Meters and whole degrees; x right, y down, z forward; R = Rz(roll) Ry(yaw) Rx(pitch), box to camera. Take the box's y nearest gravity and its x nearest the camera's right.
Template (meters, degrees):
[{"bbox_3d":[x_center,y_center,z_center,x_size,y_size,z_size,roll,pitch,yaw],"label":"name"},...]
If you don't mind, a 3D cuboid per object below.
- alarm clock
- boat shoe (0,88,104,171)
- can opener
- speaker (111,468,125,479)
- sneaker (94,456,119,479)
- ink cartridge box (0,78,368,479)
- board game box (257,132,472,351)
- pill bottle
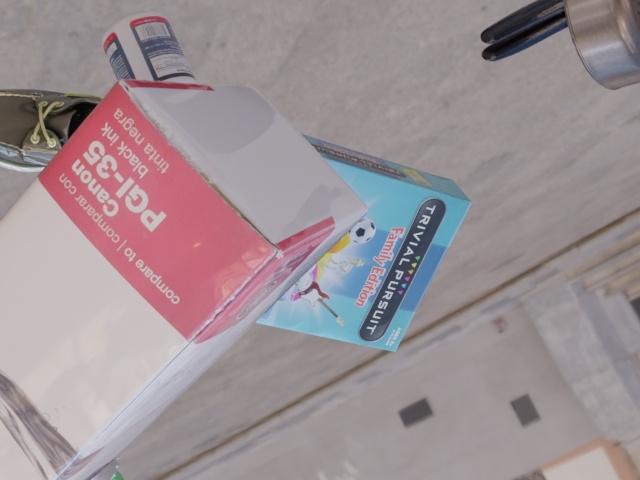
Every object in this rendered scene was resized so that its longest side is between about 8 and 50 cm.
[{"bbox_3d":[0.258,-0.209,0.806,0.192,0.129,0.064,21,157,-40],"label":"alarm clock"},{"bbox_3d":[-0.311,-0.136,1.156,0.305,0.109,0.091,12,164,-11],"label":"boat shoe"},{"bbox_3d":[0.256,-0.245,0.996,0.186,0.073,0.059,-20,131,-9],"label":"can opener"},{"bbox_3d":[-0.443,0.396,1.582,0.131,0.131,0.296,-15,-159,-35],"label":"speaker"},{"bbox_3d":[-0.244,0.178,0.825,0.090,0.095,0.235,-36,-162,-10],"label":"sneaker"},{"bbox_3d":[-0.125,0.047,0.542,0.283,0.117,0.207,-44,176,16],"label":"ink cartridge box"},{"bbox_3d":[0.000,0.000,1.241,0.336,0.079,0.254,14,113,-24],"label":"board game box"},{"bbox_3d":[-0.244,-0.238,1.370,0.108,0.180,0.108,-24,170,-4],"label":"pill bottle"}]
